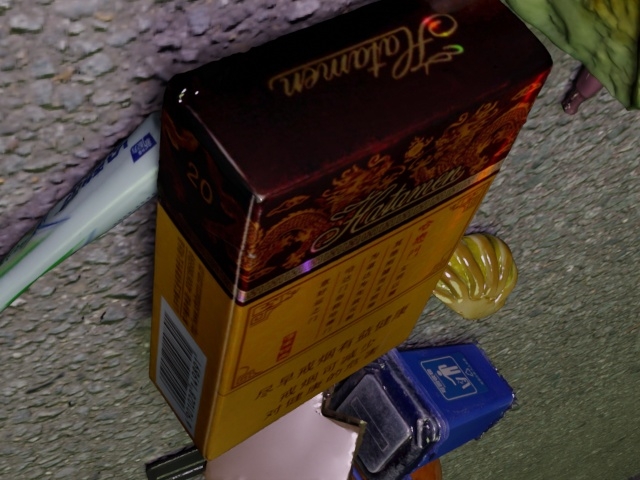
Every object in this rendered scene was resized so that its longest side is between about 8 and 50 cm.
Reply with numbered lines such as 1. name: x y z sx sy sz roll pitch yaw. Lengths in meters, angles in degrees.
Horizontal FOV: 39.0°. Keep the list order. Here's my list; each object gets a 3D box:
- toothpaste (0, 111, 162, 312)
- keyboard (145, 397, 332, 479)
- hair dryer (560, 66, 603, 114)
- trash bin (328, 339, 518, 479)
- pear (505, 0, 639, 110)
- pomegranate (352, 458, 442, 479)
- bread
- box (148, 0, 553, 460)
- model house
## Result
1. toothpaste: -0.190 -0.009 0.687 0.297 0.075 0.048 -38 110 17
2. keyboard: -0.158 0.308 1.259 0.381 0.041 0.103 -24 151 -18
3. hair dryer: 0.271 -0.169 0.827 0.106 0.054 0.154 -10 158 -35
4. trash bin: 0.141 0.238 1.266 0.234 0.162 0.184 -7 142 -45
5. pear: 0.242 -0.254 0.527 0.282 0.176 0.286 -31 149 -1
6. pomegranate: 0.096 0.357 1.391 0.191 0.191 0.191 -20 151 -12
7. bread: 0.181 0.036 1.051 0.094 0.083 0.157 -46 147 10
8. box: 0.000 0.000 0.745 0.264 0.116 0.415 -27 154 -26
9. model house: -0.036 0.234 1.137 0.181 0.176 0.248 16 172 2
